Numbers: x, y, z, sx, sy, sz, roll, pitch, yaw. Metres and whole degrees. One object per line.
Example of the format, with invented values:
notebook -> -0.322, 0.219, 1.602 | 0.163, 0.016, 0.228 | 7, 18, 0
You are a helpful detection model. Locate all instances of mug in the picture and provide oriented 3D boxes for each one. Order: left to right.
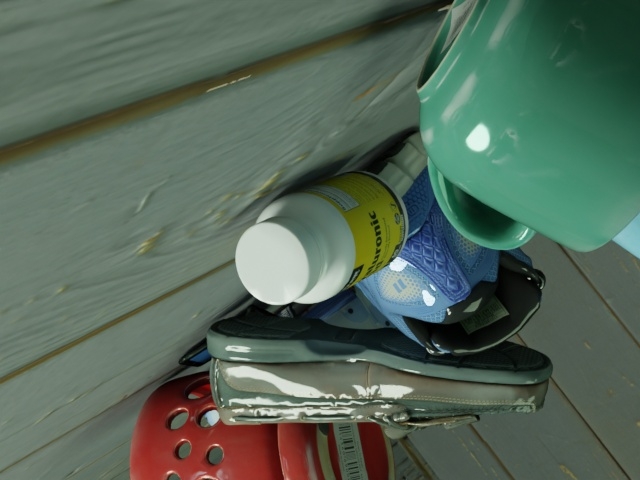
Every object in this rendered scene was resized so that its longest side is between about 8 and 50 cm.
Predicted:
mug -> 0.094, -0.062, 0.604 | 0.158, 0.097, 0.129 | -60, -173, 14

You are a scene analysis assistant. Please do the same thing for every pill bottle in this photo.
pill bottle -> 0.000, 0.000, 0.814 | 0.065, 0.065, 0.116 | -41, 172, 31

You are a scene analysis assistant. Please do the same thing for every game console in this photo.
game console -> -0.051, 0.096, 1.190 | 0.122, 0.107, 0.071 | 62, 53, -84

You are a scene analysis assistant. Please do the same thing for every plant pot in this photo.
plant pot -> -0.039, 0.195, 1.195 | 0.174, 0.191, 0.191 | -15, -177, 25

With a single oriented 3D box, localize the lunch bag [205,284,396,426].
lunch bag -> 0.011, 0.116, 1.460 | 0.243, 0.115, 0.303 | -39, 174, 35

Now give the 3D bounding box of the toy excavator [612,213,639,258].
toy excavator -> 0.241, -0.057, 0.745 | 0.433, 0.445, 0.222 | 14, 110, -51

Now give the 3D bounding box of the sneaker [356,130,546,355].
sneaker -> 0.079, 0.023, 1.025 | 0.130, 0.147, 0.330 | -38, 174, 6

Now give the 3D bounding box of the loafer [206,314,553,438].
loafer -> 0.042, 0.111, 1.063 | 0.267, 0.084, 0.096 | 5, -167, 19
